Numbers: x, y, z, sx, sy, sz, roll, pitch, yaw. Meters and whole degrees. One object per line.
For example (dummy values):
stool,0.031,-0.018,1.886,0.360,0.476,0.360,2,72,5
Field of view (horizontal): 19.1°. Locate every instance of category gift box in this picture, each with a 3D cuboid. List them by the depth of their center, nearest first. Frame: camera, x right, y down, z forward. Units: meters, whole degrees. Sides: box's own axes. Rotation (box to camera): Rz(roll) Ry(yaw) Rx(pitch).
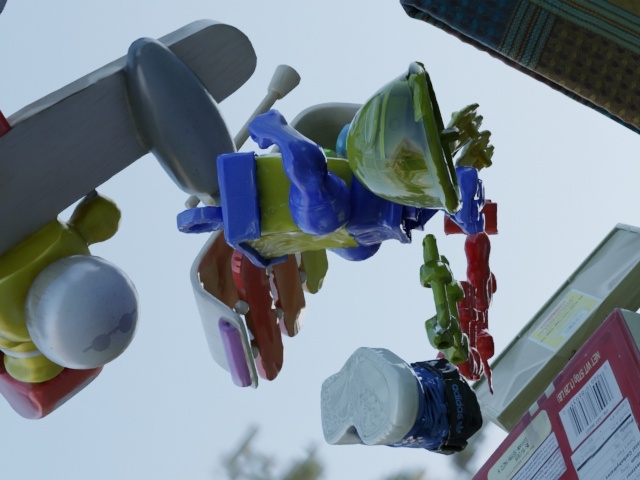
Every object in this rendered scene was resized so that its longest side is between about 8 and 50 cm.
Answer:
gift box,0.299,0.203,1.455,0.258,0.276,0.255,16,-48,-27

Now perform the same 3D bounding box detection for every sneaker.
sneaker,0.057,0.091,1.083,0.084,0.058,0.152,-2,-12,-13

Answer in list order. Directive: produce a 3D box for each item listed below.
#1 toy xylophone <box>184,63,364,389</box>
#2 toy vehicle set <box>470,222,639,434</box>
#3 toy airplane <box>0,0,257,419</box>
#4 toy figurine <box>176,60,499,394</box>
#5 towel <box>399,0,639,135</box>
toy xylophone,-0.038,-0.021,1.876,0.323,0.081,0.236,-61,-25,-24
toy vehicle set,0.271,0.094,2.057,0.267,0.035,0.166,-48,9,-1
toy airplane,-0.237,-0.016,1.442,0.384,0.272,0.386,9,-65,-55
toy figurine,0.000,0.000,1.292,0.362,0.217,0.191,37,-127,-77
towel,0.250,-0.300,1.712,0.370,0.271,0.040,-66,7,-21
